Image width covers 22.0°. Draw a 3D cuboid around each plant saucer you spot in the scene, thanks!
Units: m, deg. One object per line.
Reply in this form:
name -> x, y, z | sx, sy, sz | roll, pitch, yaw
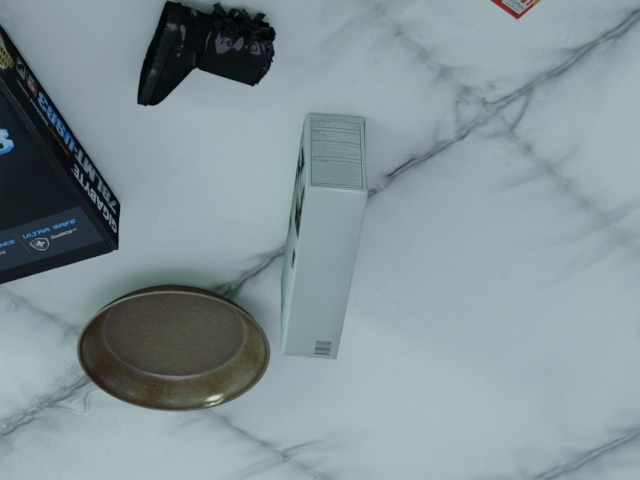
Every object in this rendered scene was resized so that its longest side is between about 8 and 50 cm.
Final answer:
plant saucer -> -0.151, 0.105, 1.704 | 0.199, 0.036, 0.198 | 0, 137, 0

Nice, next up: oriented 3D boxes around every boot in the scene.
boot -> -0.098, -0.153, 1.418 | 0.099, 0.045, 0.121 | 11, 135, -18

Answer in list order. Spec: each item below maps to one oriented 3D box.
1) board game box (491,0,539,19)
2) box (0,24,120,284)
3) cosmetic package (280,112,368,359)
board game box -> 0.170, -0.278, 1.286 | 0.147, 0.045, 0.193 | 29, 129, -29
box -> -0.373, -0.066, 1.485 | 0.296, 0.073, 0.293 | -15, 137, 13
cosmetic package -> 0.000, 0.000, 1.549 | 0.060, 0.099, 0.239 | 5, 137, -4
